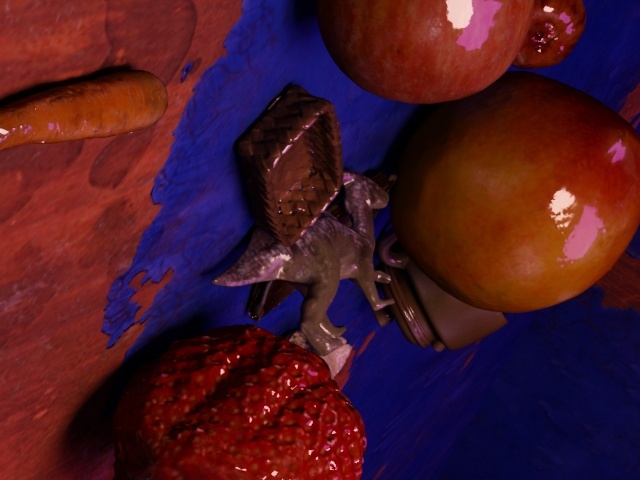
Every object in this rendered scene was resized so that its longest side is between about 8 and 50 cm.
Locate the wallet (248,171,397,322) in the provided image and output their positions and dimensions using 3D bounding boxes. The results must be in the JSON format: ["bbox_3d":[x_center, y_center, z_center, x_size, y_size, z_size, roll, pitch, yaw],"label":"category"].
[{"bbox_3d":[0.000,0.000,1.533,0.232,0.031,0.122,-37,159,-41],"label":"wallet"}]

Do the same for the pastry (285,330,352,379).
[{"bbox_3d":[-0.046,0.214,1.711,0.121,0.089,0.258,-30,150,-47],"label":"pastry"}]

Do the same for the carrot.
[{"bbox_3d":[-0.171,-0.085,0.883,0.191,0.047,0.047,-26,147,-56],"label":"carrot"}]

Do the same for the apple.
[{"bbox_3d":[0.091,-0.217,1.107,0.188,0.188,0.174,-39,147,-42],"label":"apple"}]

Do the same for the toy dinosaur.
[{"bbox_3d":[0.004,0.024,1.407,0.077,0.162,0.294,-32,-179,32],"label":"toy dinosaur"}]

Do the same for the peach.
[{"bbox_3d":[0.247,-0.062,1.578,0.332,0.308,0.308,-23,-167,49],"label":"peach"}]

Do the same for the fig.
[{"bbox_3d":[0.254,-0.285,1.562,0.128,0.150,0.128,-18,168,-4],"label":"fig"}]

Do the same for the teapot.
[{"bbox_3d":[0.155,0.069,1.869,0.175,0.186,0.268,-27,131,6],"label":"teapot"}]

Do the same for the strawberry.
[{"bbox_3d":[-0.099,0.201,1.295,0.250,0.239,0.288,-40,160,28],"label":"strawberry"}]

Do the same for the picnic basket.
[{"bbox_3d":[-0.030,-0.072,1.270,0.110,0.055,0.193,-49,162,-17],"label":"picnic basket"}]
